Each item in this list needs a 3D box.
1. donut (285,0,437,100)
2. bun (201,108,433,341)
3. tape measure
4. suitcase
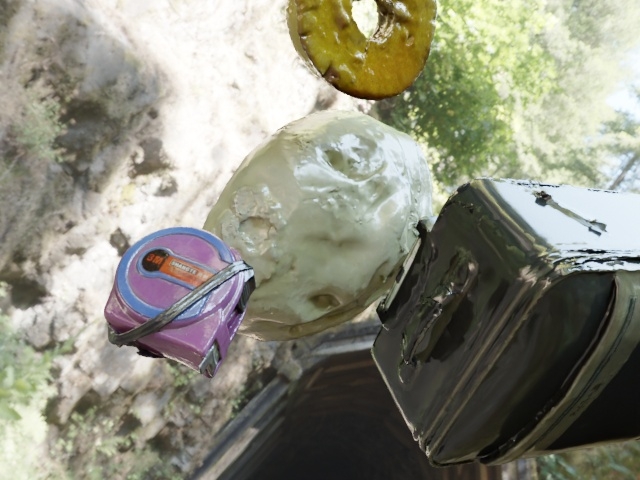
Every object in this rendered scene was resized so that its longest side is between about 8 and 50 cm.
[{"bbox_3d":[0.039,-0.234,0.611,0.178,0.162,0.065,16,8,-36],"label":"donut"},{"bbox_3d":[0.000,0.000,0.791,0.234,0.362,0.326,41,-36,16],"label":"bun"},{"bbox_3d":[-0.125,0.052,0.516,0.118,0.125,0.074,20,-36,13],"label":"tape measure"},{"bbox_3d":[0.274,0.090,0.610,0.194,0.433,0.283,63,-40,46],"label":"suitcase"}]
